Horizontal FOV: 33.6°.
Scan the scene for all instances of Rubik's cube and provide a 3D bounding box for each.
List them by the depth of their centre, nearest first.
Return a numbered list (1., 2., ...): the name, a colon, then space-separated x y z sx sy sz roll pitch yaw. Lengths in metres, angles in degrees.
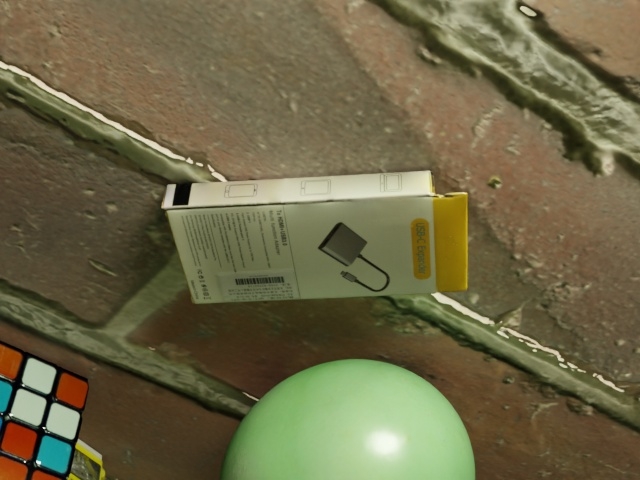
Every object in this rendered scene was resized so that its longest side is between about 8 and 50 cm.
1. Rubik's cube: -0.343 0.203 1.047 0.155 0.154 0.151 30 131 -26

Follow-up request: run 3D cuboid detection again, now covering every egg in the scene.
1. egg: 0.021 0.228 1.012 0.220 0.220 0.270 31 142 -28

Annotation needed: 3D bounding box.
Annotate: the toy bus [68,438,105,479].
1. toy bus: -0.353 0.292 1.205 0.226 0.074 0.081 -22 131 25

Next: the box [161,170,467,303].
1. box: 0.000 0.000 0.901 0.247 0.033 0.129 -2 137 5
